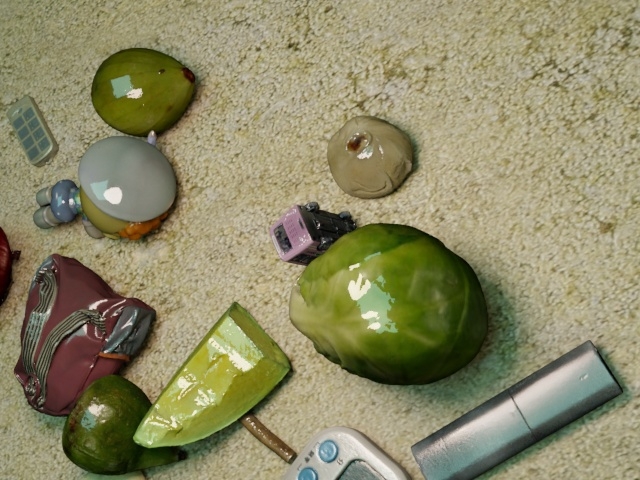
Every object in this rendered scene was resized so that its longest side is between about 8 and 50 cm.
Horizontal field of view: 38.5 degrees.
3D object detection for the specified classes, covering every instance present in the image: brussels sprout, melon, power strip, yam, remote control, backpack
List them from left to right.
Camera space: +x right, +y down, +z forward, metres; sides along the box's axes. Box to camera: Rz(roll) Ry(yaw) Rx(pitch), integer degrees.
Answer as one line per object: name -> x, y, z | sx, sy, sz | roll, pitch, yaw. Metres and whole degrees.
power strip -> -0.719, -0.277, 2.277 | 0.080, 0.029, 0.227 | -39, 63, 11
backpack -> -0.540, 0.218, 1.964 | 0.283, 0.197, 0.317 | 29, 91, 27
melon -> -0.232, 0.289, 1.823 | 0.323, 0.124, 0.196 | -44, 63, -3
yam -> -0.106, 0.387, 1.807 | 0.145, 0.032, 0.032 | 34, 92, 29
brussels sprout -> 0.112, 0.113, 1.633 | 0.354, 0.289, 0.282 | -2, 82, 36
remote control -> 0.338, 0.315, 1.607 | 0.377, 0.044, 0.107 | -35, 69, 14

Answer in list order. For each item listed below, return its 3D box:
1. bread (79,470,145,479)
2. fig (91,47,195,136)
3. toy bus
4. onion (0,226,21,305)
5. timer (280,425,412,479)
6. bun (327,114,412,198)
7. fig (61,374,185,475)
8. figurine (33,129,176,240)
bread -> -0.428, 0.620, 1.887 | 0.316, 0.054, 0.316 | -6, 74, 22
fig -> -0.387, -0.341, 2.040 | 0.225, 0.203, 0.203 | -19, 69, 27
toy bus -> 0.000, 0.000, 1.769 | 0.108, 0.199, 0.096 | -36, 63, 25
onion -> -0.850, 0.069, 2.117 | 0.273, 0.285, 0.273 | -10, 77, 49
timer -> 0.037, 0.488, 1.677 | 0.237, 0.087, 0.262 | 37, 91, 27
bun -> 0.091, -0.171, 1.814 | 0.173, 0.113, 0.167 | -32, 65, 17
fig -> -0.392, 0.403, 1.861 | 0.235, 0.203, 0.203 | 33, 92, 7
figurine -> -0.506, -0.086, 2.035 | 0.381, 0.205, 0.225 | -24, 61, 27
